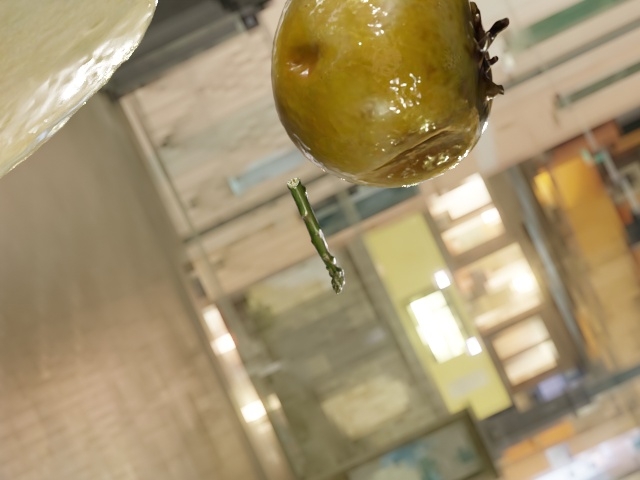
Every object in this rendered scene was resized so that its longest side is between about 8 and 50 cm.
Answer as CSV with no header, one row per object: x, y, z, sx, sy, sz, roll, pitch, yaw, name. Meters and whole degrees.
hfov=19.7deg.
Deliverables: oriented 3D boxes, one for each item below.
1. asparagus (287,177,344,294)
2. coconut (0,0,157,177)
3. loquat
0.000,0.000,1.523,0.016,0.016,0.163,53,-7,37,asparagus
-0.238,-0.133,0.818,0.329,0.329,0.328,-25,90,-87,coconut
0.059,-0.141,1.572,0.213,0.213,0.213,-25,90,-87,loquat
